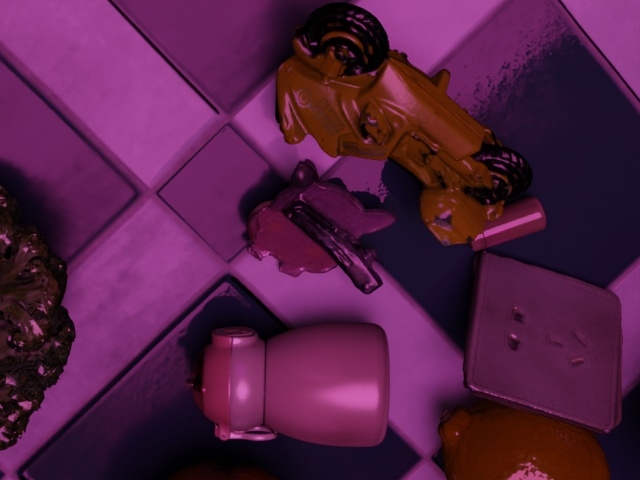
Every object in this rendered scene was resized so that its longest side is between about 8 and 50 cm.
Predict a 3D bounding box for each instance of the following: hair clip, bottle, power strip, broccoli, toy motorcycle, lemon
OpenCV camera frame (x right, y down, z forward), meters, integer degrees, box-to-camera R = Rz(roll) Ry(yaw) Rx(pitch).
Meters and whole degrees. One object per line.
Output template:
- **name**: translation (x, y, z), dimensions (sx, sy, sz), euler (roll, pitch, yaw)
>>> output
- **hair clip**: translation (0.000, -0.005, 1.393), dimensions (0.187, 0.056, 0.146), euler (37, 119, -24)
- **bottle**: translation (0.225, -0.020, 1.450), dimensions (0.096, 0.045, 0.045), euler (-19, 107, -2)
- **power strip**: translation (0.269, 0.129, 1.464), dimensions (0.213, 0.064, 0.198), euler (19, 58, -13)
- **broccoli**: translation (-0.415, 0.079, 1.256), dimensions (0.308, 0.275, 0.307), euler (-1, 86, 8)
- **toy motorcycle**: translation (0.077, -0.125, 1.332), dimensions (0.342, 0.206, 0.142), euler (38, 63, -26)
- **bottle**: translation (-0.041, 0.169, 1.408), dimensions (0.237, 0.147, 0.147), euler (2, 105, -2)
- **lemon**: translation (0.251, 0.284, 1.468), dimensions (0.248, 0.184, 0.184), euler (29, 98, -15)

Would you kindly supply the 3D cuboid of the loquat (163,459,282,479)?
- **loquat**: translation (-0.119, 0.394, 1.394), dimensions (0.263, 0.263, 0.263), euler (-3, 105, -9)
